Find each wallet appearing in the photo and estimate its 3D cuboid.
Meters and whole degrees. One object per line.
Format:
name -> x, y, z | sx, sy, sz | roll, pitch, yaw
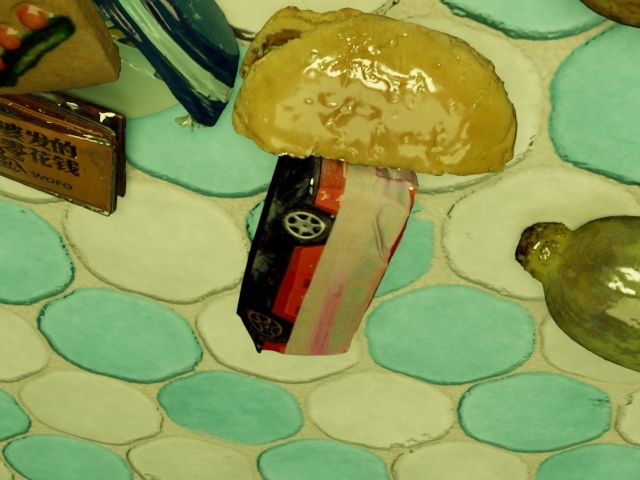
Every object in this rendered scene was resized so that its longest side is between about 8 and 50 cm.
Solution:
wallet -> -0.297, -0.099, 0.898 | 0.195, 0.042, 0.161 | 17, 150, -5

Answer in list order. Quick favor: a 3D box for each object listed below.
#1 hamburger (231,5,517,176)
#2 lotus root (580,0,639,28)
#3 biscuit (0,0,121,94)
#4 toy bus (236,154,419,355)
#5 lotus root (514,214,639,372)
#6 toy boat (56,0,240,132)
hamburger -> 0.054, -0.135, 0.781 | 0.261, 0.124, 0.131 | 9, 138, -4
lotus root -> 0.268, -0.225, 0.649 | 0.260, 0.129, 0.145 | 9, 148, -1
biscuit -> -0.278, -0.182, 0.601 | 0.301, 0.043, 0.278 | 22, 146, -18
toy bus -> 0.000, 0.000, 0.943 | 0.147, 0.128, 0.303 | 10, 137, -12
lotus root -> 0.360, 0.061, 0.947 | 0.309, 0.173, 0.173 | 15, 139, 0
toy boat -> -0.223, -0.164, 0.835 | 0.291, 0.067, 0.220 | -16, 135, 28
